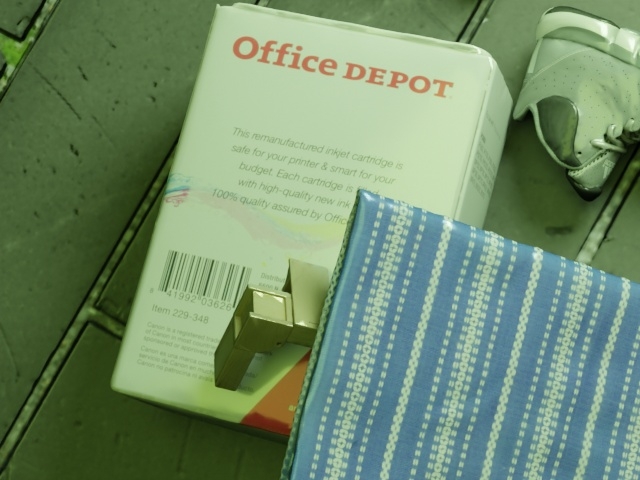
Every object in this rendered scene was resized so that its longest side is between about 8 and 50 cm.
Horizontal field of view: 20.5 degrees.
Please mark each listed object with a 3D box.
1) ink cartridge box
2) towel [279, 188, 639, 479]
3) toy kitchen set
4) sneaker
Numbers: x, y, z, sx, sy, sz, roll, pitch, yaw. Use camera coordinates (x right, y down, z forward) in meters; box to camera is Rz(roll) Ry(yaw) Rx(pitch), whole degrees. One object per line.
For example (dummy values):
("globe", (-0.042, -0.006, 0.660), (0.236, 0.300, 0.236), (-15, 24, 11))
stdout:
("ink cartridge box", (0.000, 0.000, 1.326), (0.226, 0.131, 0.306), (14, 80, 16))
("towel", (0.148, 0.127, 1.223), (0.336, 0.040, 0.243), (18, 79, -18))
("toy kitchen set", (-0.024, 0.063, 1.239), (0.083, 0.075, 0.068), (15, 39, -17))
("sneaker", (0.249, -0.081, 1.321), (0.228, 0.086, 0.132), (22, 88, 27))
